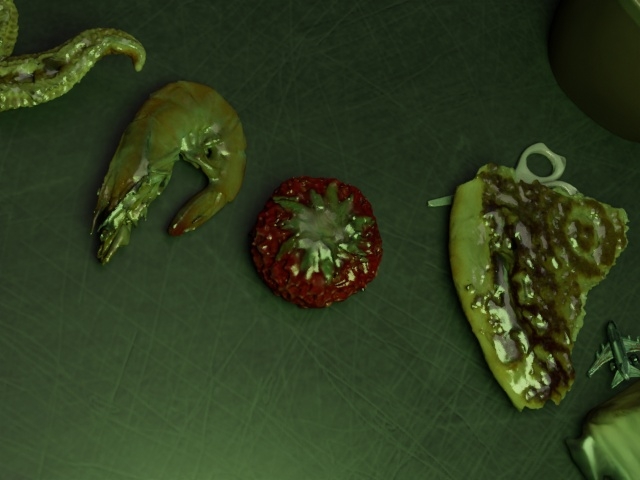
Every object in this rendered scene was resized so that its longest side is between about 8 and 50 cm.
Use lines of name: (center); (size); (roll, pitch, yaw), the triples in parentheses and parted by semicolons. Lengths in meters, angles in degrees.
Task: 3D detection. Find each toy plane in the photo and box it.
toy plane: (0.324, 0.121, 1.230); (0.031, 0.079, 0.083); (53, 23, -34)

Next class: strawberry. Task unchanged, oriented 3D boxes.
strawberry: (0.000, 0.000, 1.154); (0.145, 0.086, 0.145); (6, 66, -13)

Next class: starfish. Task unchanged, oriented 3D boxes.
starfish: (-0.358, -0.165, 1.100); (0.375, 0.094, 0.327); (-13, 63, -15)

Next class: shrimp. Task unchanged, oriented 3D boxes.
shrimp: (-0.153, -0.063, 1.160); (0.133, 0.053, 0.236); (40, 57, -22)

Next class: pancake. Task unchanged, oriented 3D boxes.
pancake: (0.249, 0.035, 1.240); (0.244, 0.057, 0.266); (-17, 81, -29)

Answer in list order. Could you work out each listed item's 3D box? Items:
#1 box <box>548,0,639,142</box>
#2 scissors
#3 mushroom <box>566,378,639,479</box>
box: (0.419, -0.267, 1.322); (0.301, 0.216, 0.301); (5, 69, -14)
scissors: (0.206, -0.056, 1.282); (0.189, 0.015, 0.100); (-11, 71, -19)
mushroom: (0.511, 0.177, 1.140); (0.397, 0.313, 0.224); (-21, 80, -29)
